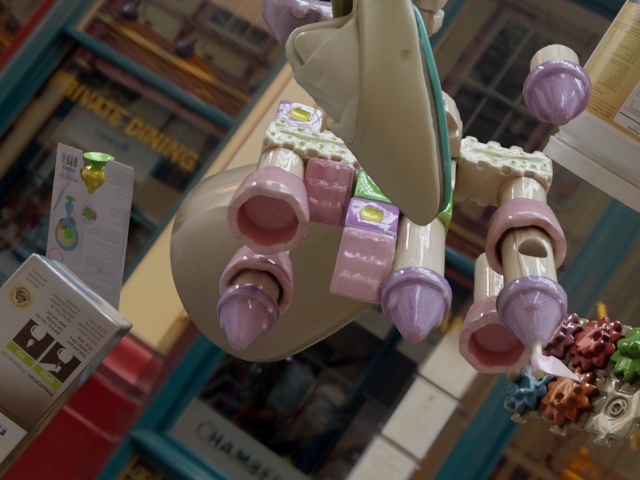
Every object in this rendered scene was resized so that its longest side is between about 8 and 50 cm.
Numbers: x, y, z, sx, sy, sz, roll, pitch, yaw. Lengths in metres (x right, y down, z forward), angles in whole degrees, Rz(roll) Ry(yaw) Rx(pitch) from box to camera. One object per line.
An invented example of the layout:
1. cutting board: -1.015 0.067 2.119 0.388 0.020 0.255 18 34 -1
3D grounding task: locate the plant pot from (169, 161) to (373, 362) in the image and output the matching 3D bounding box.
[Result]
1. plant pot: 0.000 0.000 1.302 0.256 0.256 0.274 40 -36 -25

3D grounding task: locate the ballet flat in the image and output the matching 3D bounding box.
1. ballet flat: 0.014 -0.128 0.565 0.086 0.248 0.086 -6 1 0

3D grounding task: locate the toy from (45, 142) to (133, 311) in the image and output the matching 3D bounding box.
1. toy: -0.321 -0.012 1.546 0.137 0.237 0.056 19 24 24

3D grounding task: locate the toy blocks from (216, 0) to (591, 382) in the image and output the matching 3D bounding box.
1. toy blocks: 0.065 -0.021 0.856 0.288 0.260 0.309 13 -54 0

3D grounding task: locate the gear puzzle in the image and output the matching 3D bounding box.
1. gear puzzle: 0.367 0.176 1.395 0.044 0.175 0.339 39 -16 -26

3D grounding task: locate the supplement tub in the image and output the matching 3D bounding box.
1. supplement tub: 0.327 -0.141 1.074 0.144 0.200 0.144 30 12 -7

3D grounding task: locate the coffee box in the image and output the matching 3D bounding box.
1. coffee box: -0.281 0.136 0.922 0.098 0.246 0.141 41 -7 -1
